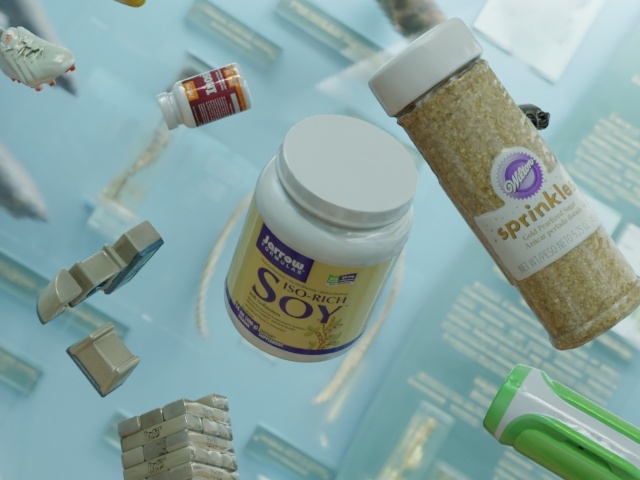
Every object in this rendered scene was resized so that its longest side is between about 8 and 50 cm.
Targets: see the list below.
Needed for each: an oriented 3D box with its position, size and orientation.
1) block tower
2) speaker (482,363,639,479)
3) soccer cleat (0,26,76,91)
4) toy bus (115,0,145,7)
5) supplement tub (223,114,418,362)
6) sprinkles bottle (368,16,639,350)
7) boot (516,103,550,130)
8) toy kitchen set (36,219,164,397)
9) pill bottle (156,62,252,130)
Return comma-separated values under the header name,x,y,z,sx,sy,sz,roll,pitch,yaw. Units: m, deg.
name,x,y,z,sx,sy,sz,roll,pitch,yaw
block tower,-0.129,0.325,1.248,0.097,0.091,0.335,31,42,-56
speaker,0.386,0.296,1.749,0.296,0.131,0.131,30,-4,15
soccer cleat,-0.388,-0.245,1.618,0.196,0.068,0.076,16,-40,54
toy bus,-0.202,-0.368,1.165,0.149,0.220,0.211,36,2,25
supplement tub,0.000,0.000,1.847,0.241,0.241,0.331,31,-46,10
sprinkles bottle,0.197,-0.059,1.284,0.355,0.121,0.121,54,-4,-1
boot,0.323,-0.219,2.273,0.229,0.091,0.263,-7,17,-16
toy kitchen set,-0.281,0.102,1.680,0.166,0.207,0.122,51,-47,3
pill bottle,-0.200,-0.243,2.100,0.086,0.152,0.086,160,-90,-85
